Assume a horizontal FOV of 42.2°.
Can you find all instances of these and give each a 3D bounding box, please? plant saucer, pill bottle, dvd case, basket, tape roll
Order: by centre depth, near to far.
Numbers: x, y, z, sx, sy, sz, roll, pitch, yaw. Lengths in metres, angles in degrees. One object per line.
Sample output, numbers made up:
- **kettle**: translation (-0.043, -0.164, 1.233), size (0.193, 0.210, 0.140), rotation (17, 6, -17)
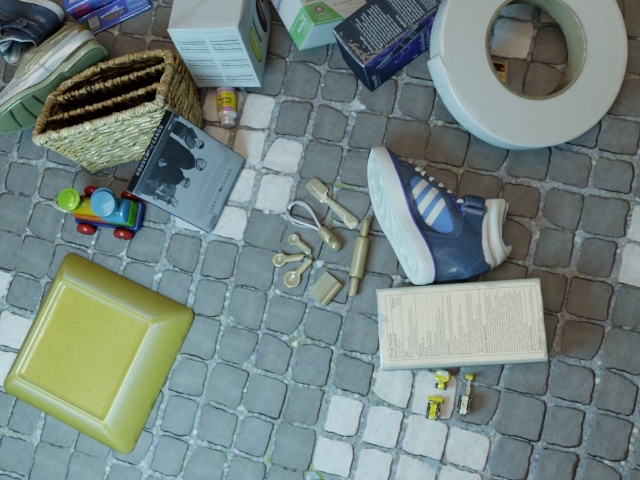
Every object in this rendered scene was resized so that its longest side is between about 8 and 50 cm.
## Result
- **tape roll**: translation (0.402, -0.369, 1.605), size (0.392, 0.072, 0.392), rotation (0, 91, -12)
- **dvd case**: translation (-0.265, -0.134, 1.680), size (0.029, 0.239, 0.179), rotation (22, 84, 36)
- **basket**: translation (-0.424, -0.297, 1.728), size (0.299, 0.223, 0.213), rotation (-13, 74, 14)
- **plant saucer**: translation (-0.482, 0.229, 1.732), size (0.333, 0.081, 0.333), rotation (23, 85, 14)
- **pill bottle**: translation (-0.202, -0.287, 1.789), size (0.043, 0.043, 0.083), rotation (-7, 79, 9)

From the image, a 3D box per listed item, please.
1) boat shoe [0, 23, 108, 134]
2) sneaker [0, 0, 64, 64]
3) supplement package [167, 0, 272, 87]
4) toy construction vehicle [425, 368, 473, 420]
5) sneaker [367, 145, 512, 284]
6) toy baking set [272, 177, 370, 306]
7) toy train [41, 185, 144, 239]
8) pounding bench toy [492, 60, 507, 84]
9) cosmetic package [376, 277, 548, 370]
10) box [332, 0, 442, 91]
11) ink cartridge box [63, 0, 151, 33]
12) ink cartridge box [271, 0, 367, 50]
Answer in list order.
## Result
- **boat shoe**: translation (-0.608, -0.352, 1.808), size (0.302, 0.113, 0.103), rotation (-38, 71, -6)
- **sneaker**: translation (-0.716, -0.483, 1.872), size (0.226, 0.086, 0.163), rotation (11, 59, 12)
- **supplement package**: translation (-0.201, -0.452, 1.716), size (0.149, 0.203, 0.194), rotation (2, 67, 11)
- **toy construction vehicle**: translation (0.253, 0.304, 1.611), size (0.086, 0.035, 0.098), rotation (4, 78, 22)
- **sneaker**: translation (0.246, -0.067, 1.646), size (0.236, 0.130, 0.323), rotation (-13, 59, -14)
- **toy baking set**: translation (0.006, 0.003, 1.707), size (0.197, 0.030, 0.256), rotation (14, 83, 13)
- **toy train**: translation (-0.514, -0.075, 1.757), size (0.248, 0.143, 0.105), rotation (7, 81, 11)
- **pounding bench toy**: translation (0.338, -0.334, 1.697), size (0.065, 0.083, 0.052), rotation (5, 82, -21)
- **cosmetic package**: translation (0.268, 0.164, 1.589), size (0.309, 0.113, 0.160), rotation (-4, 79, 10)
- **box**: translation (0.143, -0.426, 1.695), size (0.207, 0.153, 0.108), rotation (-38, 77, 3)
- **ink cartridge box**: translation (-0.521, -0.639, 1.903), size (0.186, 0.065, 0.311), rotation (-22, 79, 6)
- **ink cartridge box**: translation (-0.017, -0.522, 1.740), size (0.154, 0.093, 0.212), rotation (-20, 72, -29)
